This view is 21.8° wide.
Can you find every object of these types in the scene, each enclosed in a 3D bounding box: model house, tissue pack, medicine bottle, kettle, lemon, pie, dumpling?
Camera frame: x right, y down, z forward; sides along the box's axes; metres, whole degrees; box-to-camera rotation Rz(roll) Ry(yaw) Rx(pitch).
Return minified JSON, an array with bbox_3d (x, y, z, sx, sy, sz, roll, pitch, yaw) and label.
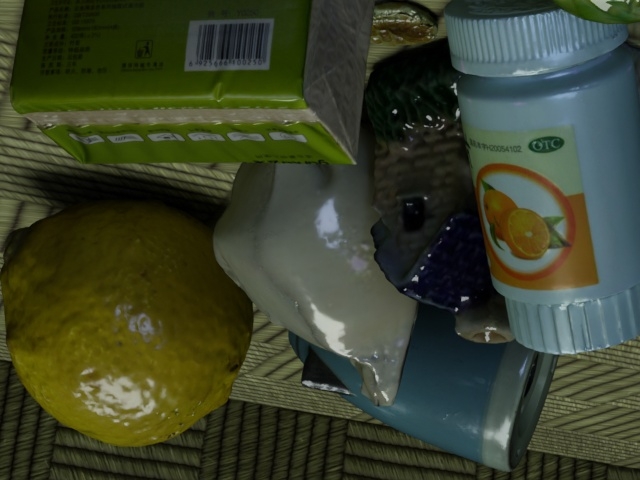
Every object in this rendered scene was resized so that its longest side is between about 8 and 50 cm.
[{"bbox_3d":[0.206,-0.043,1.695,0.243,0.284,0.298,14,164,-41],"label":"model house"},{"bbox_3d":[-0.106,-0.182,1.464,0.274,0.200,0.167,1,162,21],"label":"tissue pack"},{"bbox_3d":[0.212,-0.067,1.475,0.158,0.318,0.158,-12,-160,4],"label":"medicine bottle"},{"bbox_3d":[0.135,0.100,2.143,0.342,0.319,0.247,17,141,17],"label":"kettle"},{"bbox_3d":[-0.277,0.103,2.320,0.387,0.350,0.350,37,156,-13],"label":"lemon"},{"bbox_3d":[0.073,-0.209,1.620,0.084,0.020,0.084,6,164,2],"label":"pie"},{"bbox_3d":[0.000,0.000,1.924,0.233,0.395,0.315,-29,-172,-5],"label":"dumpling"}]

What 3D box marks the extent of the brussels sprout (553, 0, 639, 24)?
[{"bbox_3d":[0.237,-0.230,1.297,0.155,0.118,0.155,16,167,4],"label":"brussels sprout"}]
